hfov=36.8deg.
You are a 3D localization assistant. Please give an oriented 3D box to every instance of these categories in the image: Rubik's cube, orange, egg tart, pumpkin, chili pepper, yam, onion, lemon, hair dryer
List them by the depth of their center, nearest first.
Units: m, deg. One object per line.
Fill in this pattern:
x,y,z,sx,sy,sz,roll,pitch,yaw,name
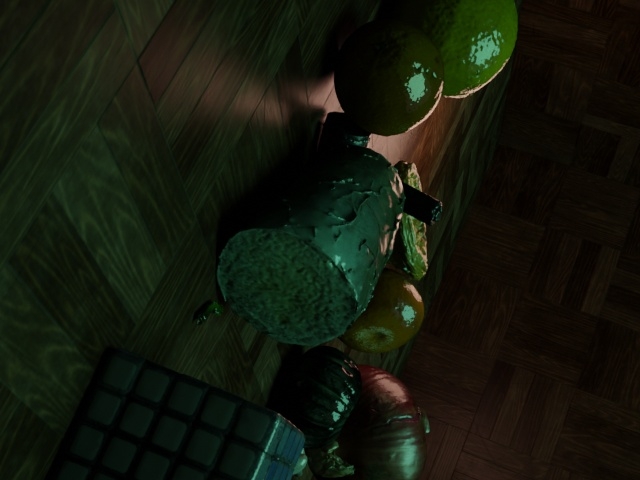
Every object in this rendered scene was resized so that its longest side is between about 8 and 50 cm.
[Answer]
-0.176,0.297,1.208,0.237,0.238,0.237,63,46,-70,Rubik's cube
-0.164,0.106,1.442,0.083,0.022,0.027,-23,98,-70,chili pepper
0.000,0.000,1.533,0.348,0.241,0.241,-53,158,-53,yam
0.115,-0.278,1.628,0.206,0.206,0.206,20,90,-76,orange
0.096,-0.090,1.692,0.089,0.251,0.197,-29,140,-54,hair dryer
0.250,-0.402,1.846,0.267,0.267,0.267,20,90,-76,lemon
-0.007,0.335,2.055,0.220,0.162,0.220,-55,168,-18,pumpkin
0.175,-0.041,2.207,0.294,0.123,0.294,-6,90,-78,egg tart
0.128,0.156,2.208,0.224,0.224,0.170,92,2,-51,orange
0.106,0.480,2.325,0.353,0.354,0.353,20,90,-76,onion

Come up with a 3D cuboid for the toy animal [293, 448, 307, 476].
-0.085,0.486,2.159,0.127,0.131,0.182,-41,172,29,toy animal
